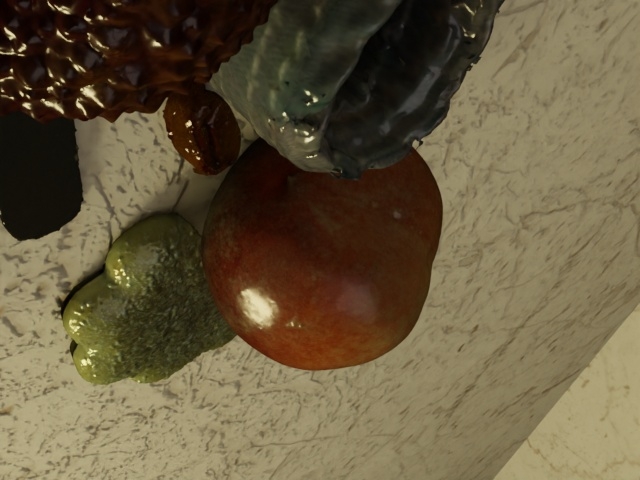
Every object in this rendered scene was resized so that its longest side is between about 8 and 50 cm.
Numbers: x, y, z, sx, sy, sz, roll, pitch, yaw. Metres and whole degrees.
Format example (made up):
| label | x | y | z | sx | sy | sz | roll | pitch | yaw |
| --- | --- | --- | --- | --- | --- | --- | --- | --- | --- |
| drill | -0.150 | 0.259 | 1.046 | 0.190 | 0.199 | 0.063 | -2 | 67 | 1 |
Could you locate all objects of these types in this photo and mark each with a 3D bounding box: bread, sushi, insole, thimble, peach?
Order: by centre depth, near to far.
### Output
| label | x | y | z | sx | sy | sz | roll | pitch | yaw |
| --- | --- | --- | --- | --- | --- | --- | --- | --- | --- |
| insole | -0.230 | -0.101 | 0.796 | 0.110 | 0.012 | 0.309 | -28 | 151 | -23 |
| thimble | 0.023 | -0.177 | 0.808 | 0.236 | 0.172 | 0.205 | -51 | 154 | 8 |
| sushi | -0.108 | -0.100 | 0.904 | 0.052 | 0.055 | 0.120 | -44 | 149 | -14 |
| peach | 0.000 | 0.000 | 0.995 | 0.252 | 0.252 | 0.252 | -30 | 152 | -18 |
| bread | -0.178 | 0.084 | 1.102 | 0.207 | 0.056 | 0.286 | -41 | 152 | 0 |

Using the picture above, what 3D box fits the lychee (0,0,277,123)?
| label | x | y | z | sx | sy | sz | roll | pitch | yaw |
| --- | --- | --- | --- | --- | --- | --- | --- | --- | --- |
| lychee | -0.120 | -0.198 | 0.508 | 0.304 | 0.276 | 0.275 | -58 | 170 | -42 |
